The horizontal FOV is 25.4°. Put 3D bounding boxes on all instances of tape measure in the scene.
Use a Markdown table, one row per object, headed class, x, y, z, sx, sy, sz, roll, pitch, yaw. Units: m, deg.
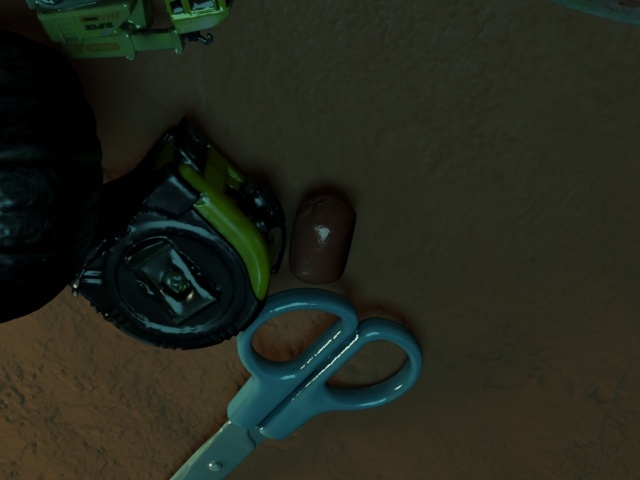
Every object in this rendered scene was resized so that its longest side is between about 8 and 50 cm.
| class | x | y | z | sx | sy | sz | roll | pitch | yaw |
| --- | --- | --- | --- | --- | --- | --- | --- | --- | --- |
| tape measure | -0.125 | 0.010 | 1.285 | 0.199 | 0.112 | 0.186 | -35 | 118 | 25 |

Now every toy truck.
| class | x | y | z | sx | sy | sz | roll | pitch | yaw |
| --- | --- | --- | --- | --- | --- | --- | --- | --- | --- |
| toy truck | -0.151 | -0.200 | 1.161 | 0.169 | 0.077 | 0.100 | -9 | 126 | 8 |

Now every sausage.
| class | x | y | z | sx | sy | sz | roll | pitch | yaw |
| --- | --- | --- | --- | --- | --- | --- | --- | --- | --- |
| sausage | -0.001 | 0.000 | 1.301 | 0.054 | 0.059 | 0.094 | 16 | 129 | 7 |

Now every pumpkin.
| class | x | y | z | sx | sy | sz | roll | pitch | yaw |
| --- | --- | --- | --- | --- | --- | --- | --- | --- | --- |
| pumpkin | -0.307 | -0.051 | 1.157 | 0.248 | 0.248 | 0.248 | 1 | 124 | 2 |

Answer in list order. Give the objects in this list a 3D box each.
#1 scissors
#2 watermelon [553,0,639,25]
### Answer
| class | x | y | z | sx | sy | sz | roll | pitch | yaw |
| --- | --- | --- | --- | --- | --- | --- | --- | --- | --- |
| scissors | -0.085 | 0.204 | 1.457 | 0.193 | 0.029 | 0.447 | 25 | 127 | -28 |
| watermelon | 0.274 | -0.270 | 1.069 | 0.322 | 0.188 | 0.175 | 9 | 80 | 5 |
